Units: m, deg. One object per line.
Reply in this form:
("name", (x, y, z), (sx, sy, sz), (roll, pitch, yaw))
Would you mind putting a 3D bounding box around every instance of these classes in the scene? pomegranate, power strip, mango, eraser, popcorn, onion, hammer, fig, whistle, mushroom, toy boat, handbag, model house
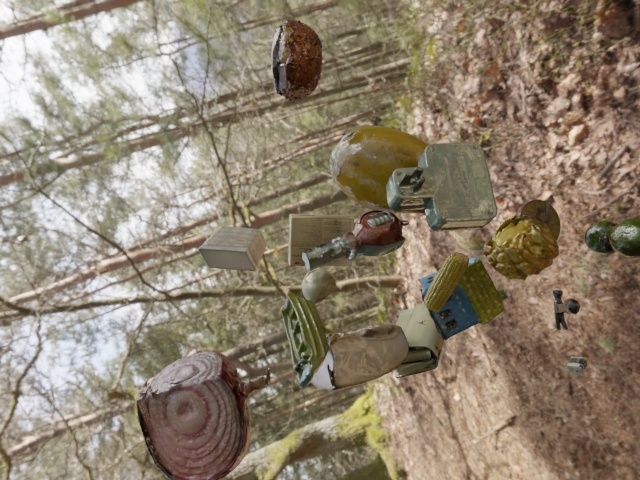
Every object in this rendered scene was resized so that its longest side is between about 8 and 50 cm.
("pomegranate", (0.997, -0.015, 1.558), (0.122, 0.161, 0.122), (32, 129, 50))
("power strip", (0.315, -0.148, 1.173), (0.141, 0.261, 0.229), (101, 165, -71))
("mango", (0.233, -0.207, 1.439), (0.445, 0.220, 0.301), (29, 145, 25))
("eraser", (-0.337, 0.025, 1.787), (0.397, 0.213, 0.082), (-92, 7, -77))
("popcorn", (0.699, 0.028, 1.559), (0.190, 0.250, 0.250), (64, 176, -33))
("onion", (-0.255, 0.380, 0.990), (0.230, 0.272, 0.256), (116, 161, -82))
("hammer", (0.797, 0.224, 1.459), (0.290, 0.037, 0.137), (24, -116, -69))
("fig", (0.941, -0.001, 1.305), (0.156, 0.123, 0.123), (-134, 25, -68))
("whistle", (0.112, 0.000, 1.305), (0.142, 0.346, 0.134), (59, 158, 30))
("mushroom", (0.151, 0.472, 1.843), (0.313, 0.397, 0.224), (132, 126, -61))
("toy boat", (-0.043, 0.272, 1.250), (0.276, 0.084, 0.111), (-110, 34, -44))
("handbag", (0.447, 0.433, 2.022), (0.160, 0.236, 0.358), (63, -147, -12))
("model house", (0.567, 0.219, 1.786), (0.237, 0.303, 0.215), (63, -171, -3))

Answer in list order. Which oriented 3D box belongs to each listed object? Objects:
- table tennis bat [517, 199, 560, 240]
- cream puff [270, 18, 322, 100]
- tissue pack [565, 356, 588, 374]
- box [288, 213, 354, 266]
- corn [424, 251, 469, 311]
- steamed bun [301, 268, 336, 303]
("table tennis bat", (0.869, -0.041, 1.832), (0.200, 0.310, 0.038), (48, 156, -1))
("cream puff", (-0.070, -0.559, 1.400), (0.240, 0.164, 0.240), (13, -90, -81))
("tissue pack", (1.017, 0.495, 1.779), (0.062, 0.083, 0.042), (-8, 99, 45))
("box", (0.000, 0.000, 1.503), (0.095, 0.212, 0.168), (-128, 40, -78))
("corn", (0.445, 0.148, 1.597), (0.081, 0.081, 0.248), (60, 137, 48))
("steamed bun", (-0.011, 0.158, 1.605), (0.091, 0.130, 0.112), (55, -172, -36))
